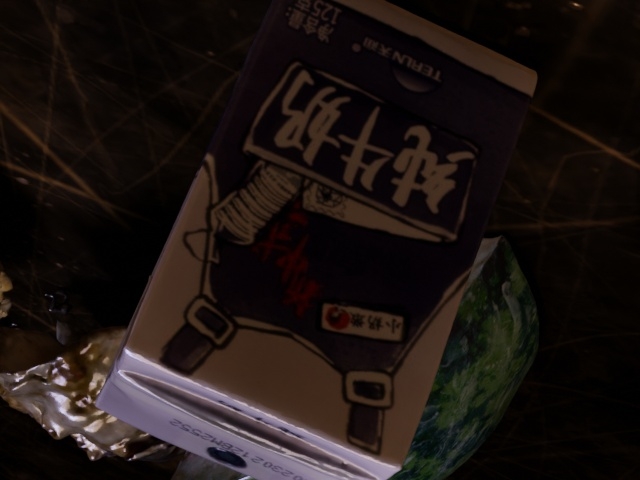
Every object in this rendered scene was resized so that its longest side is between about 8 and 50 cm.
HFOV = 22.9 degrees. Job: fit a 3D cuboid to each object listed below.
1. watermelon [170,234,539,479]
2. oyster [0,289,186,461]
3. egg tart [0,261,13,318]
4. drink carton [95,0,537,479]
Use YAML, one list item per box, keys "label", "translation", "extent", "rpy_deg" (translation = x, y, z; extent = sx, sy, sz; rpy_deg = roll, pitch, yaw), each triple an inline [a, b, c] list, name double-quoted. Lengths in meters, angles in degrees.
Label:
- label: "watermelon"
  translation: [0.025, 0.102, 1.039]
  extent: [0.256, 0.176, 0.260]
  rpy_deg: [-25, 141, 4]
- label: "oyster"
  translation: [-0.151, 0.095, 1.151]
  extent: [0.198, 0.133, 0.337]
  rpy_deg: [-1, 174, -14]
- label: "egg tart"
  translation: [-0.327, -0.012, 1.143]
  extent: [0.232, 0.098, 0.252]
  rpy_deg: [1, 152, 26]
- label: "drink carton"
  translation: [-0.001, 0.000, 0.748]
  extent: [0.134, 0.222, 0.102]
  rpy_deg: [25, 155, -7]
